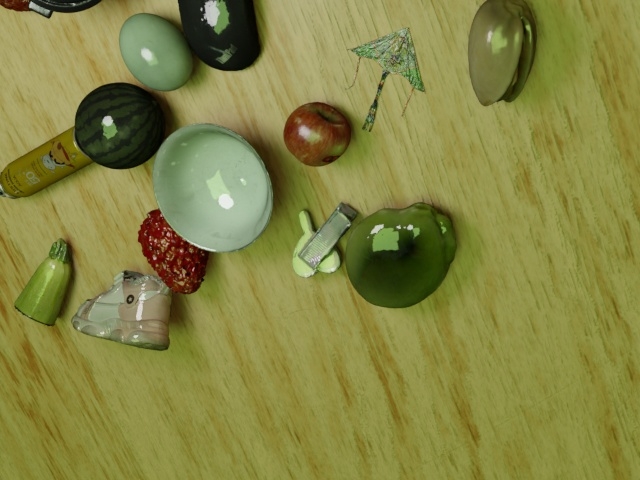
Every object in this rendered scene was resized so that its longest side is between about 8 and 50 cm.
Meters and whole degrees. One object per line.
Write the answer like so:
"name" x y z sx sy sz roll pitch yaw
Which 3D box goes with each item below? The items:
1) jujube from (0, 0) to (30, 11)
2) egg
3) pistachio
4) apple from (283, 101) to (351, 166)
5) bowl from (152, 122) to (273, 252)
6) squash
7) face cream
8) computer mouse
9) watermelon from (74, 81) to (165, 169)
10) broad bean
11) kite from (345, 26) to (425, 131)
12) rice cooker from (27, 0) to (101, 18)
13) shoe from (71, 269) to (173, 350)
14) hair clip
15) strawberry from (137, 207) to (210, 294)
"jujube" -0.716 -0.612 1.665 0.176 0.109 0.112 -3 73 29
"egg" -0.377 -0.432 1.583 0.192 0.149 0.149 48 118 0
"pistachio" 0.353 -0.375 1.356 0.144 0.144 0.215 12 120 15
"apple" -0.011 -0.235 1.538 0.146 0.146 0.131 38 128 3
"bowl" -0.229 -0.138 1.649 0.313 0.146 0.313 7 112 19
"squash" -0.772 0.129 1.965 0.137 0.137 0.287 38 116 2
"face cream" -0.736 -0.196 1.832 0.349 0.105 0.105 -21 102 26
"computer mouse" -0.233 -0.507 1.531 0.170 0.100 0.269 -2 110 18
"watermelon" -0.476 -0.275 1.650 0.212 0.212 0.212 7 113 17
"broad bean" 0.181 0.033 1.586 0.238 0.119 0.291 34 120 -4
"kite" 0.135 -0.353 1.510 0.198 0.006 0.244 28 117 7
"rice cooker" -0.557 -0.623 1.495 0.241 0.227 0.280 26 104 -22
"shoe" -0.521 0.183 1.886 0.351 0.172 0.198 6 76 37
"hair clip" -0.001 -0.002 1.663 0.159 0.071 0.218 42 119 9
"strawberry" -0.369 0.020 1.735 0.190 0.111 0.236 -17 82 4
